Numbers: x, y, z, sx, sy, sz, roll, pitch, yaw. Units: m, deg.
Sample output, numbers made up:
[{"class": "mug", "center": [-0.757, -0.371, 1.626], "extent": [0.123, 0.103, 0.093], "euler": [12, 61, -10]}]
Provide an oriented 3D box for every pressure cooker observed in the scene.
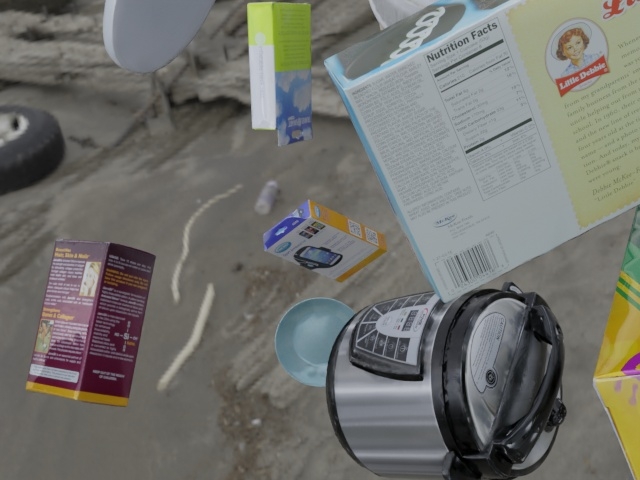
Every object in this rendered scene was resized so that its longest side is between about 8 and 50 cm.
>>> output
[{"class": "pressure cooker", "center": [0.270, 0.274, 1.877], "extent": [0.420, 0.370, 0.375], "euler": [-10, -3, 43]}]

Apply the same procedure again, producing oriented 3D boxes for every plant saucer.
[{"class": "plant saucer", "center": [0.000, 0.213, 2.082], "extent": [0.195, 0.195, 0.037], "euler": [-8, 7, 1]}]

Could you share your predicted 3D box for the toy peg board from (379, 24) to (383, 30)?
[{"class": "toy peg board", "center": [0.162, -0.318, 1.571], "extent": [0.079, 0.161, 0.161], "euler": [-11, 3, 23]}]

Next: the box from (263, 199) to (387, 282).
[{"class": "box", "center": [0.000, 0.000, 1.118], "extent": [0.081, 0.136, 0.028], "euler": [-36, 44, 35]}]

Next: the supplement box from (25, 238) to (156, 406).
[{"class": "supplement box", "center": [-0.276, 0.098, 1.178], "extent": [0.104, 0.081, 0.188], "euler": [2, 78, 38]}]

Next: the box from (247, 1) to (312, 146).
[{"class": "box", "center": [-0.049, -0.215, 1.261], "extent": [0.042, 0.178, 0.109], "euler": [5, 14, 24]}]

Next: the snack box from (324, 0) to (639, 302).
[{"class": "snack box", "center": [0.186, -0.109, 0.657], "extent": [0.322, 0.187, 0.060], "euler": [-27, 32, 2]}]

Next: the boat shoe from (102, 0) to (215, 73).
[{"class": "boat shoe", "center": [-0.066, -0.144, 0.430], "extent": [0.049, 0.142, 0.040], "euler": [11, 13, -45]}]

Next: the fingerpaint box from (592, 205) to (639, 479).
[{"class": "fingerpaint box", "center": [0.448, 0.208, 0.996], "extent": [0.163, 0.445, 0.371], "euler": [-14, 20, 30]}]

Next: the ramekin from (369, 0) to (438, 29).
[{"class": "ramekin", "center": [0.149, -0.323, 1.122], "extent": [0.207, 0.207, 0.109], "euler": [-2, -7, 10]}]
